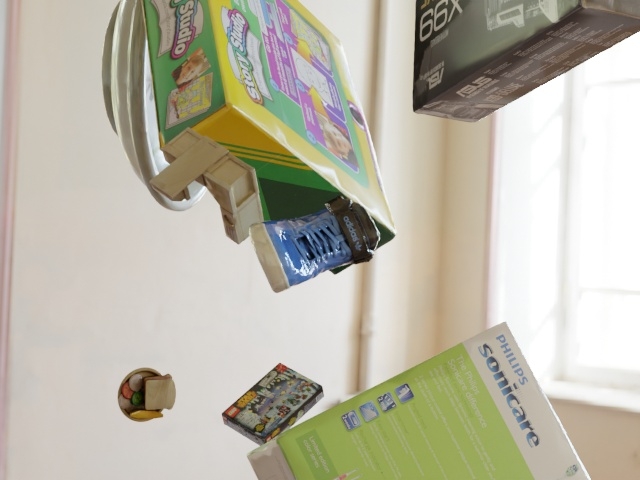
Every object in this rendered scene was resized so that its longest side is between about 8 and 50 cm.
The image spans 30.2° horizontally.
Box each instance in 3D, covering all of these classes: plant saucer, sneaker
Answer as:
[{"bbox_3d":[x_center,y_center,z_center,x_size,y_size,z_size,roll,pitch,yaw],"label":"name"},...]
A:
[{"bbox_3d":[-0.228,-0.244,1.698,0.100,0.401,0.400,5,0,11],"label":"plant saucer"},{"bbox_3d":[0.000,-0.001,0.905,0.084,0.058,0.152,-22,-4,8],"label":"sneaker"}]

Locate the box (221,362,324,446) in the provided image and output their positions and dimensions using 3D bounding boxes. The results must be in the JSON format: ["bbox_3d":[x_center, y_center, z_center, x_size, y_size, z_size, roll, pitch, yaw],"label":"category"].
[{"bbox_3d":[-0.074,0.256,1.847,0.094,0.027,0.137,24,49,35],"label":"box"}]

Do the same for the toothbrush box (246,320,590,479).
[{"bbox_3d":[0.102,0.238,1.193,0.283,0.206,0.122,-24,-9,-23],"label":"toothbrush box"}]

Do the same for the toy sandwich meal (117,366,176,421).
[{"bbox_3d":[-0.242,0.218,1.663,0.085,0.086,0.029,3,2,-31],"label":"toy sandwich meal"}]

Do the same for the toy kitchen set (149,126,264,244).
[{"bbox_3d":[-0.106,-0.039,1.041,0.083,0.075,0.068,33,61,29],"label":"toy kitchen set"}]

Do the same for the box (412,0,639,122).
[{"bbox_3d":[0.182,-0.264,1.073,0.076,0.243,0.307,7,-12,-20],"label":"box"}]

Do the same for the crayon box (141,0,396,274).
[{"bbox_3d":[-0.069,-0.182,1.425,0.106,0.363,0.313,-33,-44,22],"label":"crayon box"}]
